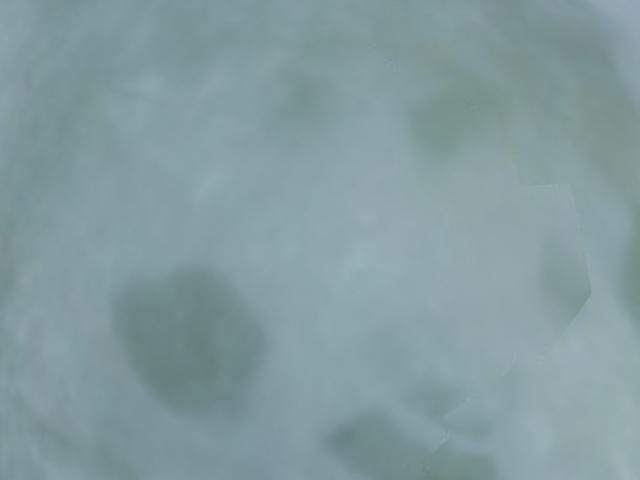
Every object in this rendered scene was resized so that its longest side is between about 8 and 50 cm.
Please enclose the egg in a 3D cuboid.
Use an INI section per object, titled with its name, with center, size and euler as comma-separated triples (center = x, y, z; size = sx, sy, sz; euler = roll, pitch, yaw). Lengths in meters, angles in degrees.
[egg]
center = 0.000, 0.000, 0.522
size = 0.258, 0.352, 0.258
euler = -11, -53, -15
